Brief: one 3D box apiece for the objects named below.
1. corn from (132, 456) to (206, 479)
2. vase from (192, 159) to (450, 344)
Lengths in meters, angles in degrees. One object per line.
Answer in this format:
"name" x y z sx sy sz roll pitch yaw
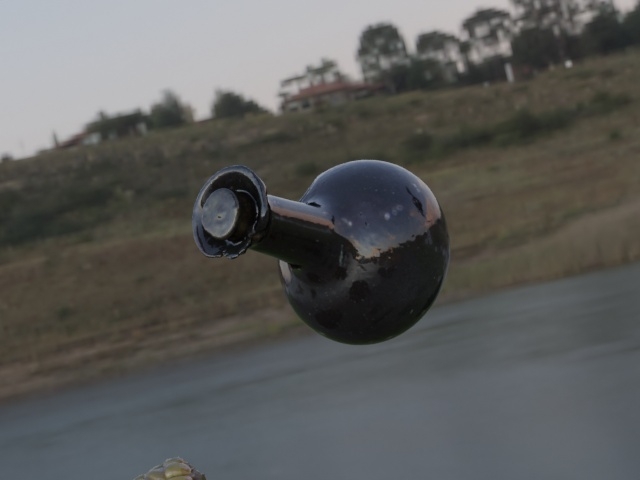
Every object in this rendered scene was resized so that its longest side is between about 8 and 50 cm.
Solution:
"corn" -0.156 0.266 0.856 0.292 0.101 0.101 -57 20 -24
"vase" 0.000 0.000 0.831 0.120 0.120 0.183 -14 -19 37
